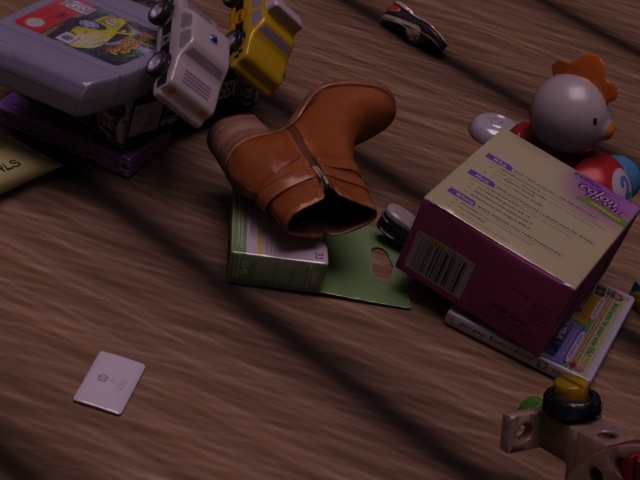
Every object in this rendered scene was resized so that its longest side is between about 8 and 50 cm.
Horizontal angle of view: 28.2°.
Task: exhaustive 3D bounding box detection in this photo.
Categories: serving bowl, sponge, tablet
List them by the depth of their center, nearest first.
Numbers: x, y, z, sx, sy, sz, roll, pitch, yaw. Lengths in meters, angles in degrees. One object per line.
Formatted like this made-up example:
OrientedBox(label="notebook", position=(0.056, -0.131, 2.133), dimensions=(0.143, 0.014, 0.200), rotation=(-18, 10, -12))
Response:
OrientedBox(label="tablet", position=(-0.227, 0.153, 1.371), dimensions=(0.054, 0.006, 0.083), rotation=(17, 35, 3))
OrientedBox(label="sponge", position=(-0.322, -0.159, 1.730), dimensions=(0.210, 0.031, 0.117), rotation=(23, 36, 12))
OrientedBox(label="serving bowl", position=(0.273, -0.175, 1.973), dimensions=(0.083, 0.027, 0.083), rotation=(10, 36, -7))

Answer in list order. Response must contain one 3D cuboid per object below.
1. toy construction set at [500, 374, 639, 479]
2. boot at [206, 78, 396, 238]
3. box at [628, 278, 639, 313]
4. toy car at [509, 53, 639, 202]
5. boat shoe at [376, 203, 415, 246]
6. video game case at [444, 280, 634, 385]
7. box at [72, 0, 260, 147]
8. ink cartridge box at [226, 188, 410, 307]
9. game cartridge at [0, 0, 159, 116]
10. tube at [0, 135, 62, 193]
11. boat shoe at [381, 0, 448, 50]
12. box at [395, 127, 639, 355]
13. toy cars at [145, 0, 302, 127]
OrientedBox(label="toy construction set", position=(0.242, 0.280, 1.248), dimensions=(0.309, 0.257, 0.237), rotation=(-33, 36, -19))
OrientedBox(label="boot", position=(0.019, -0.105, 1.623), dimensions=(0.283, 0.109, 0.220), rotation=(-11, 39, -29))
OrientedBox(label="box", position=(0.501, 0.109, 1.668), dimensions=(0.105, 0.043, 0.179), rotation=(-15, 47, -34))
OrientedBox(label="toy car", position=(0.361, -0.143, 1.784), dimensions=(0.210, 0.238, 0.219), rotation=(31, 39, 20))
OrientedBox(label="boat shoe", position=(0.130, 0.003, 1.674), dimensions=(0.125, 0.038, 0.046), rotation=(35, 33, -3))
OrientedBox(label="video game case", position=(0.285, 0.089, 1.630), dimensions=(0.193, 0.023, 0.212), rotation=(26, 37, 15))
OrientedBox(label="box", position=(-0.260, -0.247, 1.795), dimensions=(0.242, 0.076, 0.307), rotation=(30, 30, 22))
OrientedBox(label="ink cartridge box", position=(0.000, 0.000, 1.620), dimensions=(0.235, 0.056, 0.171), rotation=(8, 36, -7))
OrientedBox(label="game cartridge", position=(-0.296, -0.251, 1.648), dimensions=(0.196, 0.060, 0.294), rotation=(26, 32, 8))
OrientedBox(label="tube", position=(-0.429, -0.075, 1.560), dimensions=(0.240, 0.062, 0.070), rotation=(-35, 99, -52))
OrientedBox(label="boat shoe", position=(0.161, -0.358, 2.164), dimensions=(0.043, 0.049, 0.137), rotation=(-46, 62, -4))
OrientedBox(label="box", position=(0.252, -0.005, 1.612), dimensions=(0.213, 0.117, 0.243), rotation=(32, 39, 15))
OrientedBox(label="toy cars", position=(-0.115, -0.273, 1.704), dimensions=(0.176, 0.087, 0.393), rotation=(60, 28, -4))
